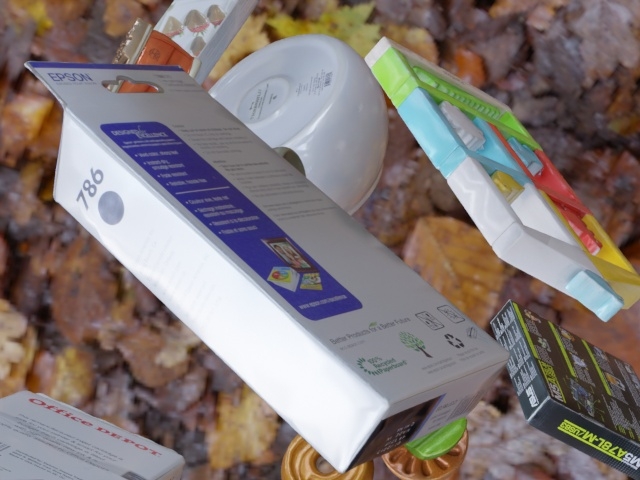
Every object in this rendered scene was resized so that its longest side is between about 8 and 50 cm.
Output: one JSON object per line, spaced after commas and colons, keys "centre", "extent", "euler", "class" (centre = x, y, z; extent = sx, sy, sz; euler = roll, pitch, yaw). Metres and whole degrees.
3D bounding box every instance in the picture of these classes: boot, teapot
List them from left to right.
{"centre": [-0.169, -0.124, 1.210], "extent": [0.059, 0.084, 0.158], "euler": [-17, 47, 65], "class": "boot"}
{"centre": [-0.017, -0.101, 1.472], "extent": [0.256, 0.187, 0.252], "euler": [-47, 38, -9], "class": "teapot"}

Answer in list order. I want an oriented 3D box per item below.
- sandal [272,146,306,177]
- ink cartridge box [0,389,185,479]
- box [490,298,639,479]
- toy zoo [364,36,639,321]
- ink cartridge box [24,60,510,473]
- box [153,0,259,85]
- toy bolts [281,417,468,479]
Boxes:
{"centre": [0.000, 0.000, 1.070], "extent": [0.049, 0.072, 0.180], "euler": [-21, 75, 19], "class": "sandal"}
{"centre": [-0.271, 0.246, 1.210], "extent": [0.197, 0.273, 0.114], "euler": [21, 99, 12], "class": "ink cartridge box"}
{"centre": [0.282, 0.163, 1.379], "extent": [0.045, 0.184, 0.191], "euler": [-56, 20, 22], "class": "box"}
{"centre": [0.165, -0.042, 1.075], "extent": [0.030, 0.192, 0.293], "euler": [-47, 50, 21], "class": "toy zoo"}
{"centre": [-0.046, 0.002, 0.834], "extent": [0.332, 0.165, 0.065], "euler": [43, 117, 22], "class": "ink cartridge box"}
{"centre": [-0.126, -0.250, 1.435], "extent": [0.063, 0.067, 0.324], "euler": [26, 63, 8], "class": "box"}
{"centre": [0.033, 0.212, 1.472], "extent": [0.218, 0.158, 0.228], "euler": [-32, 62, -13], "class": "toy bolts"}
